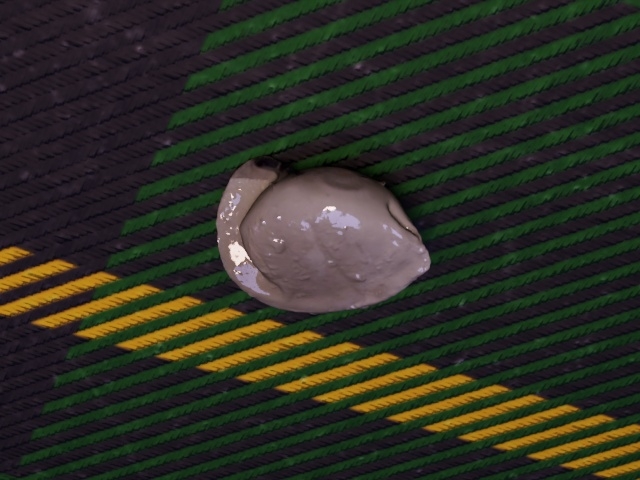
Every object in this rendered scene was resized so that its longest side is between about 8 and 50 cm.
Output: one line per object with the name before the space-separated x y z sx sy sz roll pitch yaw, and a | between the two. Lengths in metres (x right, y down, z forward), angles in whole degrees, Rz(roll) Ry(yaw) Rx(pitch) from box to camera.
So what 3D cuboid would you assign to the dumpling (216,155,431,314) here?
dumpling | -0.001 0.000 1.170 0.176 0.092 0.150 12 125 -12
